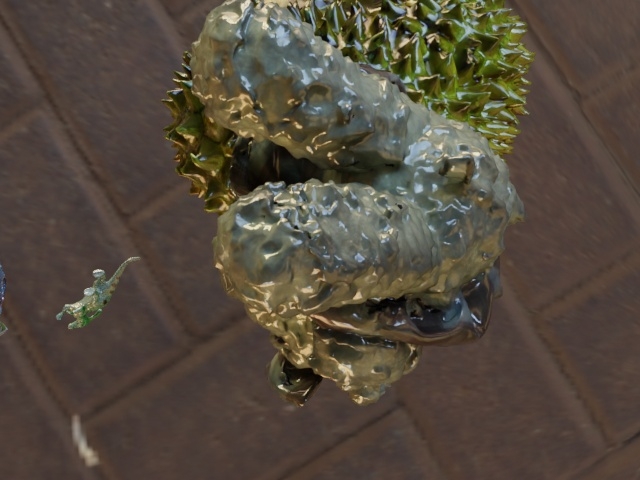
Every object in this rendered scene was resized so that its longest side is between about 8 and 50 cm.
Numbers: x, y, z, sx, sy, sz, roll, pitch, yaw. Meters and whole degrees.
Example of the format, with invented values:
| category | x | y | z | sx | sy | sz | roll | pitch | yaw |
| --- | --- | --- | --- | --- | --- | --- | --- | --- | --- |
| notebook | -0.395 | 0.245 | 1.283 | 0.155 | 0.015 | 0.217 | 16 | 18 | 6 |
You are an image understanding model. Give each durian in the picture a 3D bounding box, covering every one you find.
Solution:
| category | x | y | z | sx | sy | sz | roll | pitch | yaw |
| --- | --- | --- | --- | --- | --- | --- | --- | --- | --- |
| durian | 0.028 | -0.090 | 1.245 | 0.291 | 0.291 | 0.224 | -5 | 120 | 15 |

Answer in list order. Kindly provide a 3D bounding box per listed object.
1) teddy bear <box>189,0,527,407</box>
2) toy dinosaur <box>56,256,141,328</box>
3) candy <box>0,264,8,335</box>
| category | x | y | z | sx | sy | sz | roll | pitch | yaw |
| --- | --- | --- | --- | --- | --- | --- | --- | --- | --- |
| teddy bear | 0.019 | -0.005 | 0.612 | 0.111 | 0.213 | 0.133 | -7 | 68 | 3 |
| toy dinosaur | -0.186 | 0.049 | 1.407 | 0.083 | 0.062 | 0.021 | -25 | 63 | -14 |
| candy | -0.287 | 0.044 | 1.446 | 0.030 | 0.020 | 0.083 | 1 | 93 | -24 |
